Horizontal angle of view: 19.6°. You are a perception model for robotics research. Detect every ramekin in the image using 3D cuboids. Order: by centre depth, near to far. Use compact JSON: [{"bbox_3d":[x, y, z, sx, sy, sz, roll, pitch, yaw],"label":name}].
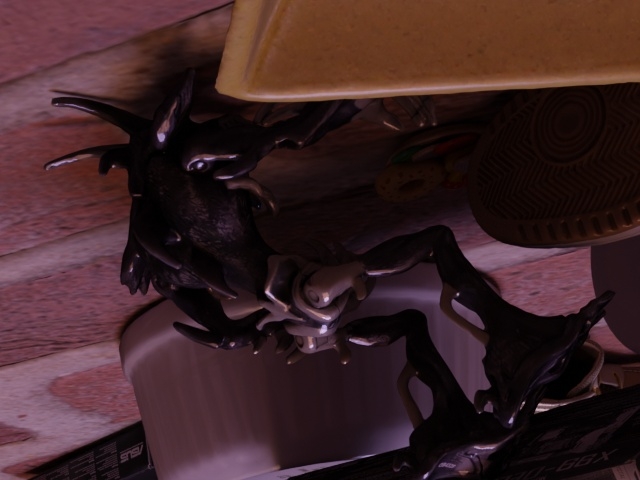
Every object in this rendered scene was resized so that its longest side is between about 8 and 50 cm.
[{"bbox_3d":[0.002,0.116,1.294,0.273,0.127,0.273,-7,161,-3],"label":"ramekin"}]

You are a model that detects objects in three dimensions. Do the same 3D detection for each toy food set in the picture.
[{"bbox_3d":[0.075,-0.043,1.033,0.083,0.020,0.082,0,159,-20],"label":"toy food set"}]

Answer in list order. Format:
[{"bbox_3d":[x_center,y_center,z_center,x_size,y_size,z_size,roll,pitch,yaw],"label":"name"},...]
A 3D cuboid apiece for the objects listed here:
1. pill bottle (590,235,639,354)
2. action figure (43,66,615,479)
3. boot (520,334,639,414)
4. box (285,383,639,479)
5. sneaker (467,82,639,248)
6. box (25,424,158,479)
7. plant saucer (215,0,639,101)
[{"bbox_3d":[0.284,0.012,1.115,0.221,0.121,0.121,3,158,-26],"label":"pill bottle"},{"bbox_3d":[0.000,0.000,0.918,0.141,0.276,0.164,-39,159,-44],"label":"action figure"},{"bbox_3d":[0.211,0.117,1.453,0.213,0.077,0.165,-3,158,-4],"label":"boot"},{"bbox_3d":[0.074,0.159,1.023,0.307,0.076,0.242,-18,-179,24],"label":"box"},{"bbox_3d":[0.224,-0.052,0.946,0.282,0.099,0.153,-24,153,32],"label":"sneaker"},{"bbox_3d":[-0.133,0.208,1.628,0.184,0.045,0.191,7,156,-43],"label":"box"},{"bbox_3d":[0.137,-0.158,0.644,0.333,0.081,0.332,-4,161,-10],"label":"plant saucer"}]
